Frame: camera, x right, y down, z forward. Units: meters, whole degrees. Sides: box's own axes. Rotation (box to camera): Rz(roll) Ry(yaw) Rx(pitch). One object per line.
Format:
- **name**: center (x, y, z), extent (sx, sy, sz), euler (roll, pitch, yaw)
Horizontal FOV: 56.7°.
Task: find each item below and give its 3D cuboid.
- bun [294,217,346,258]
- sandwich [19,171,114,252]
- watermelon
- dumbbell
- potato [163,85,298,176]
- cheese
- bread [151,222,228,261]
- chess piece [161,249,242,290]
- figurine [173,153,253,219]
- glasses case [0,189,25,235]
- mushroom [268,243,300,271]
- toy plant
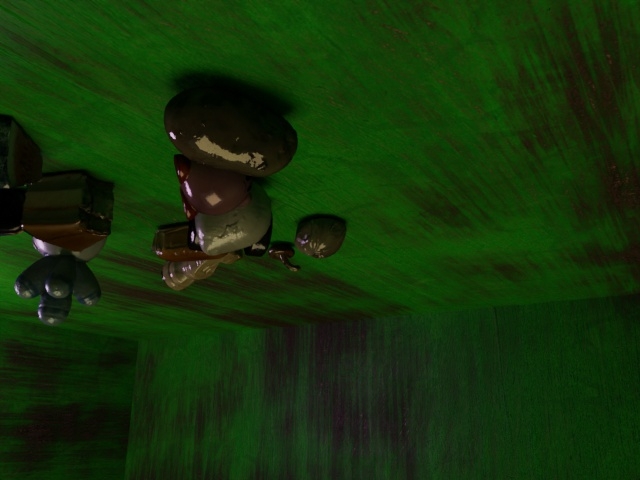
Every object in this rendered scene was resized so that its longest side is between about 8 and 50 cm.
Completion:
- **bun**: center (0.000, 0.000, 1.837), extent (0.167, 0.113, 0.173), euler (-5, 164, 18)
- **sandwich**: center (-0.632, -0.068, 1.577), extent (0.199, 0.155, 0.227), euler (-3, 162, 12)
- **watermelon**: center (-0.753, -0.162, 1.327), extent (0.319, 0.148, 0.226), euler (-12, 167, 36)
- **dumbbell**: center (-0.256, -0.036, 1.671), extent (0.218, 0.152, 0.152), euler (7, 161, -18)
- **potato**: center (-0.173, -0.208, 1.147), extent (0.263, 0.164, 0.165), euler (15, 158, -22)
- **cheese**: center (-0.219, -0.067, 1.521), extent (0.189, 0.197, 0.154), euler (-10, 168, 15)
- **bread**: center (-0.409, 0.010, 1.902), extent (0.241, 0.106, 0.136), euler (-5, 164, 20)
- **chess piece**: center (-0.420, 0.078, 2.128), extent (0.301, 0.137, 0.137), euler (-23, 152, 29)
- **figurine**: center (-0.235, -0.139, 1.336), extent (0.173, 0.173, 0.173), euler (1, 162, 0)
- **glasses case**: center (-0.937, -0.072, 1.631), extent (0.321, 0.122, 0.082), euler (-3, 161, 10)
- **mushroom**: center (-0.119, 0.056, 2.068), extent (0.130, 0.072, 0.088), euler (38, 139, -5)
- **toy plant**: center (-0.789, 0.097, 1.819), extent (0.247, 0.332, 0.247), euler (2, 163, 1)
